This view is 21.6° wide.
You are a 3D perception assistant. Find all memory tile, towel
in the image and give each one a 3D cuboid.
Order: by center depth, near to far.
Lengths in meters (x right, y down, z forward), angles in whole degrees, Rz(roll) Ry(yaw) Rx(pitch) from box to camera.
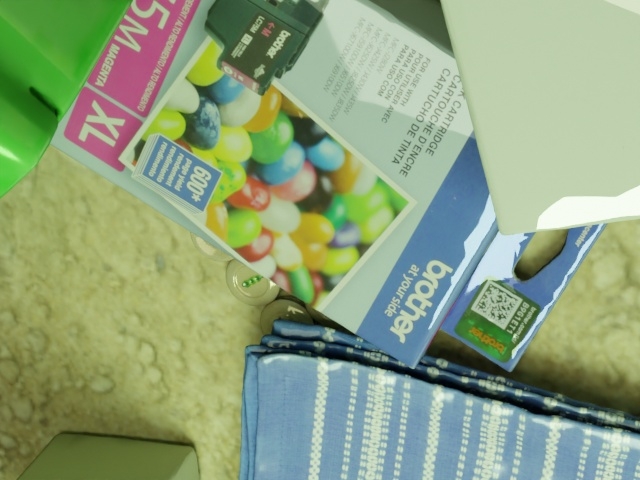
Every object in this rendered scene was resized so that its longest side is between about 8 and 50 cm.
[{"bbox_3d":[0.000,0.000,1.020,0.148,0.012,0.113,-29,101,29],"label":"memory tile"},{"bbox_3d":[0.105,0.190,1.043,0.336,0.040,0.243,14,123,14],"label":"towel"}]

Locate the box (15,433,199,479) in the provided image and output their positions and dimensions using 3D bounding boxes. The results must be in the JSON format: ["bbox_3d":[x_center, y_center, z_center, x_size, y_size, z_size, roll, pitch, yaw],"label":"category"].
[{"bbox_3d":[-0.173,0.230,1.038,0.113,0.275,0.094,4,115,21],"label":"box"}]

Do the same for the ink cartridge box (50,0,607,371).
[{"bbox_3d":[0.010,-0.058,0.949,0.311,0.065,0.185,31,120,3],"label":"ink cartridge box"}]

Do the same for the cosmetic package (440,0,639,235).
[{"bbox_3d":[0.142,-0.151,0.772,0.138,0.224,0.224,-9,110,24],"label":"cosmetic package"}]

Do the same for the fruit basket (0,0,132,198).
[{"bbox_3d":[-0.310,-0.163,0.887,0.392,0.283,0.392,17,146,12],"label":"fruit basket"}]
